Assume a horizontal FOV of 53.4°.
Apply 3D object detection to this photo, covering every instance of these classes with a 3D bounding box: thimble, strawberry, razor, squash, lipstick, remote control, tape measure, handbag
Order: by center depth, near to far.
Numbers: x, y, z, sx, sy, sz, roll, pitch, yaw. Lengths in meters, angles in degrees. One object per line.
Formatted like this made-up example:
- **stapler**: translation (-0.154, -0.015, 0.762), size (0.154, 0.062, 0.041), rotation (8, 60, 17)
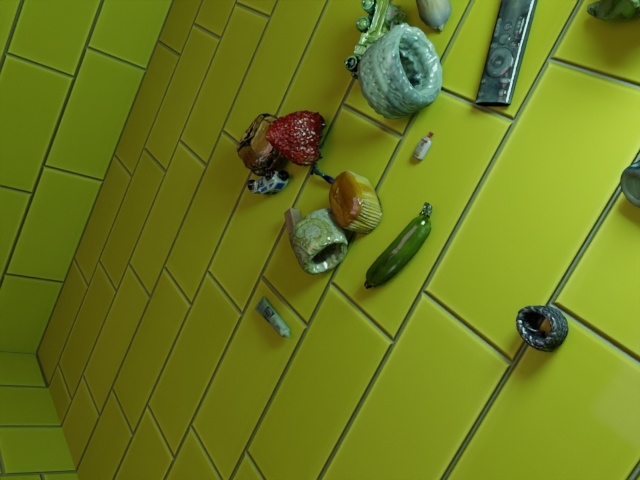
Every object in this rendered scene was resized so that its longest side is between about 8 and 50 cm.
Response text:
- **tape measure**: translation (0.699, -0.147, 1.284), size (0.180, 0.104, 0.107), rotation (-41, 16, -9)
- **thimble**: translation (0.488, 0.188, 1.402), size (0.095, 0.066, 0.104), rotation (-48, 47, 32)
- **remote control**: translation (0.487, -0.530, 1.632), size (0.107, 0.044, 0.377), rotation (15, 91, 54)
- **squash**: translation (0.214, 0.033, 1.759), size (0.318, 0.071, 0.080), rotation (-53, 44, 24)
- **thimble**: translation (0.221, -0.475, 1.798), size (0.172, 0.205, 0.249), rotation (-17, 83, 52)
- **handbag**: translation (0.310, -0.684, 1.799), size (0.095, 0.173, 0.117), rotation (-2, 64, 25)
- **thimble**: translation (0.000, 0.000, 1.970), size (0.190, 0.137, 0.143), rotation (-41, 48, 19)
- **razor**: translation (0.008, -0.215, 2.104), size (0.155, 0.028, 0.044), rotation (39, 108, 48)
- **strawberry**: translation (-0.081, -0.347, 2.124), size (0.184, 0.202, 0.186), rotation (-98, 23, -50)
- **lipstick**: translation (-0.084, -0.038, 2.144), size (0.045, 0.045, 0.145), rotation (-40, 52, 38)

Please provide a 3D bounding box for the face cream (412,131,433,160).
- **face cream**: translation (0.293, -0.268, 1.796), size (0.040, 0.021, 0.083), rotation (45, 113, 45)

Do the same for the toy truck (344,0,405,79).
- **toy truck**: translation (0.180, -0.611, 1.953), size (0.135, 0.128, 0.259), rotation (25, 98, 36)

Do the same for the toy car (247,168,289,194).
- **toy car**: translation (-0.180, -0.205, 2.276), size (0.171, 0.080, 0.070), rotation (-22, 76, 41)

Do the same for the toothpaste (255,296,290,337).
- **toothpaste**: translation (-0.160, 0.264, 2.153), size (0.233, 0.038, 0.060), rotation (40, 106, 50)

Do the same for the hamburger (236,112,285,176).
- **hamburger**: translation (-0.200, -0.346, 2.316), size (0.231, 0.107, 0.230), rotation (-21, 55, 34)

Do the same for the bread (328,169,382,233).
- **bread**: translation (0.097, -0.116, 1.915), size (0.132, 0.114, 0.190), rotation (-49, 42, 31)

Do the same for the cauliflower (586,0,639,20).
- **cauliflower**: translation (0.698, -0.553, 1.288), size (0.261, 0.281, 0.327), rotation (32, 78, 26)
